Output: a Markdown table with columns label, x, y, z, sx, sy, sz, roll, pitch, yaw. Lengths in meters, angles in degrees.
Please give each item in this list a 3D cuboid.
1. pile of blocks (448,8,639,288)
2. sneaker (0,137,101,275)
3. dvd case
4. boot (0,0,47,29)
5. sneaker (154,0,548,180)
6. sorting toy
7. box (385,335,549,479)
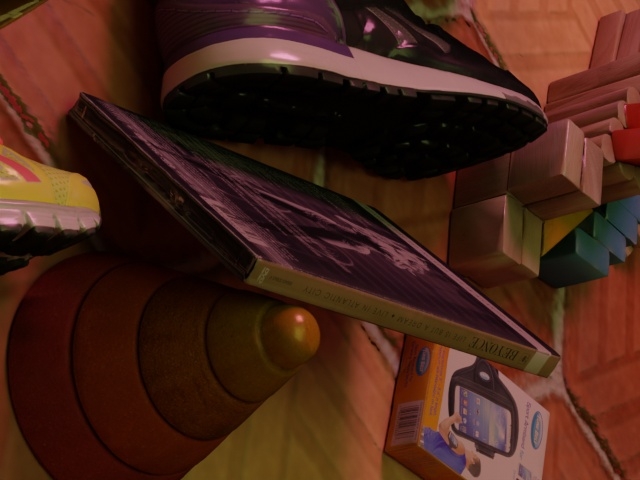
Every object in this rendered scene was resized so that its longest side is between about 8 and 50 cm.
| label | x | y | z | sx | sy | sz | roll | pitch | yaw |
| --- | --- | --- | --- | --- | --- | --- | --- | --- | --- |
| pile of blocks | 0.219 | -0.056 | 1.033 | 0.362 | 0.112 | 0.149 | -42 | 110 | -48 |
| sneaker | -0.170 | -0.035 | 0.584 | 0.208 | 0.081 | 0.094 | 8 | 65 | -51 |
| dvd case | 0.000 | 0.000 | 0.735 | 0.221 | 0.164 | 0.018 | 19 | 106 | -45 |
| boot | -0.157 | -0.190 | 0.598 | 0.211 | 0.104 | 0.295 | 50 | 53 | -1 |
| sneaker | 0.027 | -0.116 | 0.834 | 0.283 | 0.107 | 0.124 | 10 | 64 | -48 |
| sorting toy | -0.038 | 0.171 | 0.634 | 0.127 | 0.126 | 0.366 | 9 | 70 | -49 |
| box | 0.095 | 0.116 | 0.891 | 0.136 | 0.028 | 0.081 | 37 | 51 | -35 |
